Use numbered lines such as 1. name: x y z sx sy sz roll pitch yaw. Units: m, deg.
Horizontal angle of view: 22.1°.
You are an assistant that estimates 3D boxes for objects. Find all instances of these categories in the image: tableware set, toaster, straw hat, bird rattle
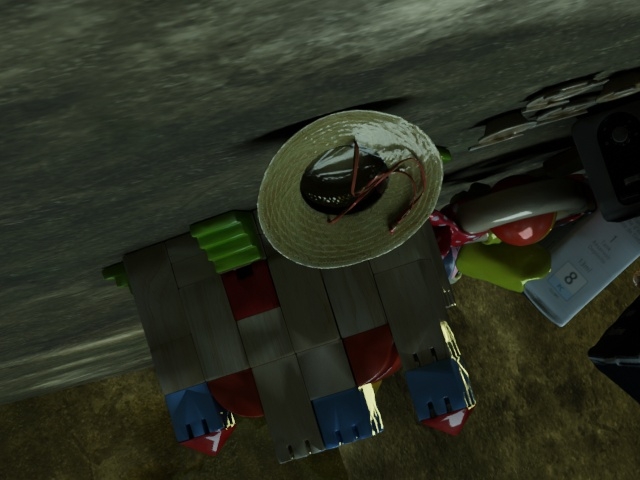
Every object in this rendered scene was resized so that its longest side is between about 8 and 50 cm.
1. tableware set: 0.217 -0.118 1.449 0.141 0.020 0.168 -14 175 -29
2. toaster: 0.349 -0.093 1.651 0.168 0.110 0.185 -18 175 15
3. straw hat: 0.013 -0.051 1.222 0.144 0.144 0.061 -16 -143 -10
4. bird rattle: 0.191 -0.033 1.840 0.207 0.143 0.253 -22 161 29

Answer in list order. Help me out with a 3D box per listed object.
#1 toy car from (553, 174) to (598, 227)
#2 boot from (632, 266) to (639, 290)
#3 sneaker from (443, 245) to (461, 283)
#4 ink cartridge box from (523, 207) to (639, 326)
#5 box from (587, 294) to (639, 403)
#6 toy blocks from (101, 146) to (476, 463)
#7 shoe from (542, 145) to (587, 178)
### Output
1. toy car: 0.373 -0.089 2.029 0.239 0.053 0.225 -27 180 1
2. boot: 0.541 0.032 2.002 0.220 0.283 0.109 -40 139 -20
3. sneaker: 0.172 0.042 2.512 0.131 0.112 0.319 -14 176 1
4. ink cartridge box: 0.414 -0.053 2.165 0.385 0.091 0.308 -44 179 3
5. box: 0.555 0.037 1.689 0.472 0.297 0.480 -50 174 0
6. toy blocks: -0.014 0.095 1.603 0.381 0.261 0.191 -18 175 16
7. shoe: 0.363 -0.102 1.880 0.219 0.058 0.076 -17 175 -5
